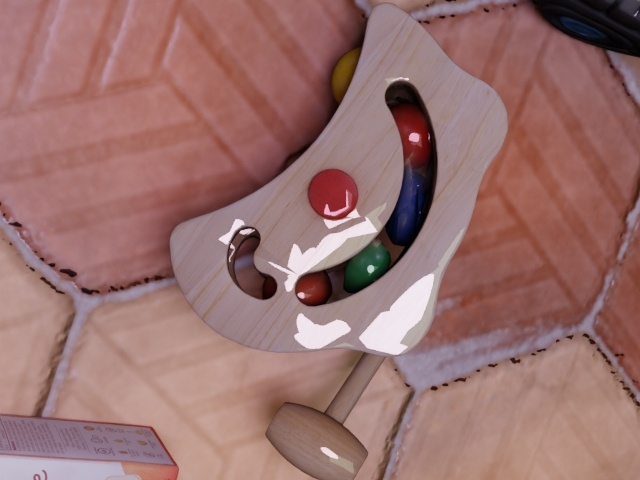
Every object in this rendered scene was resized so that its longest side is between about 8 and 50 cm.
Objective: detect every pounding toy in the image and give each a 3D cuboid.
[{"bbox_3d":[0.000,0.000,0.697,0.154,0.155,0.270,23,85,1],"label":"pounding toy"}]

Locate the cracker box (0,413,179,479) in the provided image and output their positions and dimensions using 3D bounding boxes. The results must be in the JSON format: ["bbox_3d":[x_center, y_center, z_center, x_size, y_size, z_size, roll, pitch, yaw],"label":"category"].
[{"bbox_3d":[-0.214,0.183,0.656,0.232,0.067,0.156,9,101,-25],"label":"cracker box"}]

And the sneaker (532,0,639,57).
[{"bbox_3d":[0.162,-0.209,0.677,0.340,0.125,0.140,23,90,-30],"label":"sneaker"}]
